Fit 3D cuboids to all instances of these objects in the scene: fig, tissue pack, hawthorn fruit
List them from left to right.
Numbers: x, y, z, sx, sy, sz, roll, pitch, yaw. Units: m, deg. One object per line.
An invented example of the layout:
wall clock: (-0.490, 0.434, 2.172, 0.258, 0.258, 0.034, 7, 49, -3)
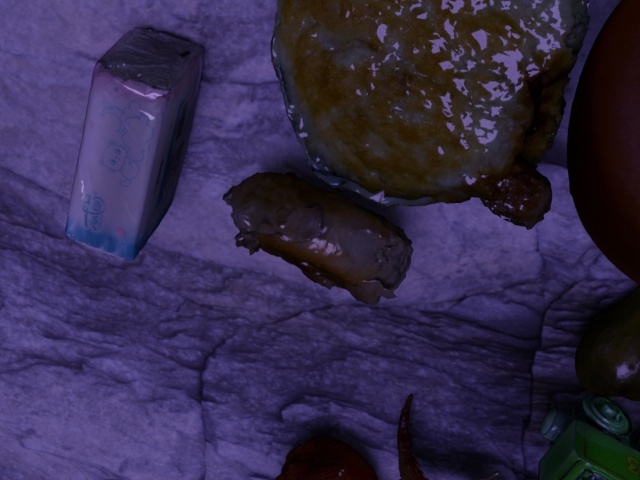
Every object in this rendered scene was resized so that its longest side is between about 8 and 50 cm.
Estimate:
tissue pack: (-0.255, -0.134, 1.370, 0.124, 0.201, 0.271, 17, 120, -3)
hawthorn fruit: (0.008, 0.411, 1.611, 0.174, 0.173, 0.179, -21, 109, 23)
fig: (0.432, 0.139, 1.384, 0.133, 0.126, 0.184, 20, 124, 19)

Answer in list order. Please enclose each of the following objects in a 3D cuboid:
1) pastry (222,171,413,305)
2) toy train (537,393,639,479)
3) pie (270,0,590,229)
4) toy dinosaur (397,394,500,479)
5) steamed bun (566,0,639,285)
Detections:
pastry: (-0.002, 0.000, 1.358, 0.257, 0.120, 0.236, 17, 170, 44)
toy train: (0.433, 0.341, 1.450, 0.243, 0.188, 0.132, 28, 121, -3)
pie: (0.132, -0.244, 1.228, 0.395, 0.180, 0.417, 11, 116, 24)
toy dinosaur: (0.271, 0.389, 1.580, 0.328, 0.112, 0.206, 16, 146, 17)
steamed bun: (0.398, -0.125, 1.090, 0.248, 0.235, 0.379, 6, 77, 8)
